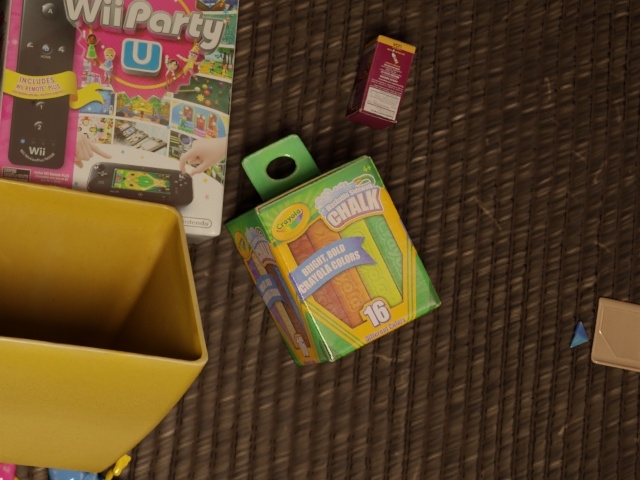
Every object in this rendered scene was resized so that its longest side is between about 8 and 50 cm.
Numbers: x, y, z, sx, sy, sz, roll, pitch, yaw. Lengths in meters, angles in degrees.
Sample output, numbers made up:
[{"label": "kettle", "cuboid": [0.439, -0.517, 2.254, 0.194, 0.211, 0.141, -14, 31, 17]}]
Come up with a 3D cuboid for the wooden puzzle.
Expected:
[{"label": "wooden puzzle", "cuboid": [0.323, 0.101, 1.839, 0.116, 0.014, 0.078, 19, 76, -14]}]

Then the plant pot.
[{"label": "plant pot", "cuboid": [-0.241, 0.090, 1.550, 0.212, 0.212, 0.187, 9, 128, -21]}]

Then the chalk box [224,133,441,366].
[{"label": "chalk box", "cuboid": [0.000, 0.000, 1.692, 0.132, 0.132, 0.213, -28, 93, -17]}]

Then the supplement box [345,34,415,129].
[{"label": "supplement box", "cuboid": [0.061, -0.161, 1.764, 0.043, 0.055, 0.083, 17, 81, -14]}]

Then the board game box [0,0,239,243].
[{"label": "board game box", "cuboid": [-0.202, -0.160, 1.668, 0.224, 0.097, 0.303, 6, 83, -17]}]

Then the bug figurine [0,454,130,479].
[{"label": "bug figurine", "cuboid": [-0.305, 0.289, 1.610, 0.216, 0.072, 0.279, 35, 77, -10]}]
